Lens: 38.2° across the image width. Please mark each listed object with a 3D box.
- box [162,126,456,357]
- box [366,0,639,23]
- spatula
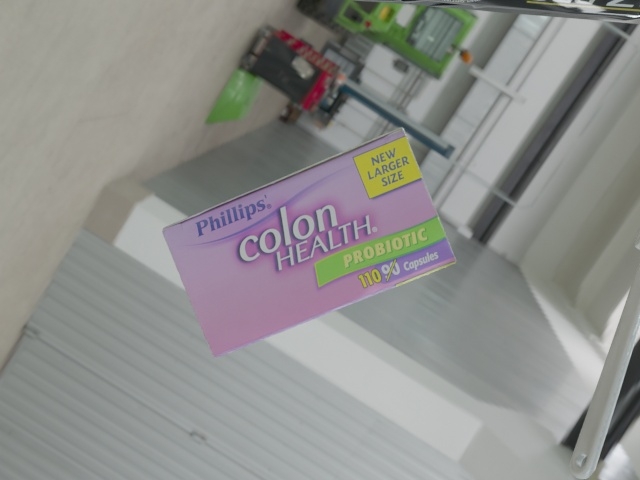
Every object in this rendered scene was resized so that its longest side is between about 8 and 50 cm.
[{"bbox_3d":[0.000,0.000,0.850,0.213,0.117,0.243,-22,179,5],"label":"box"},{"bbox_3d":[0.170,-0.317,0.637,0.097,0.394,0.318,68,27,-83],"label":"box"},{"bbox_3d":[0.228,0.033,0.527,0.168,0.019,0.242,-6,-123,59],"label":"spatula"}]
